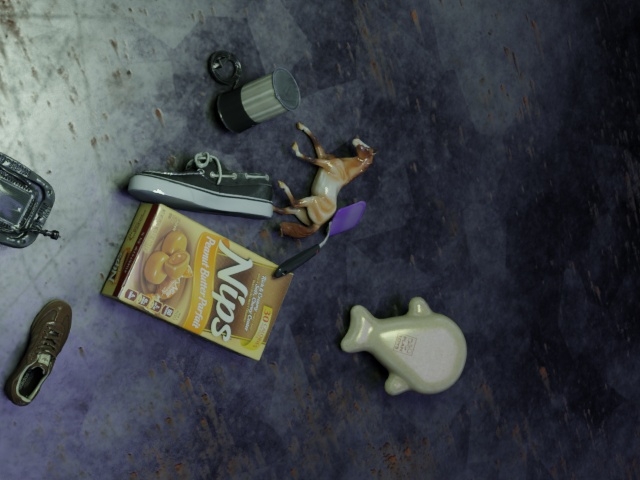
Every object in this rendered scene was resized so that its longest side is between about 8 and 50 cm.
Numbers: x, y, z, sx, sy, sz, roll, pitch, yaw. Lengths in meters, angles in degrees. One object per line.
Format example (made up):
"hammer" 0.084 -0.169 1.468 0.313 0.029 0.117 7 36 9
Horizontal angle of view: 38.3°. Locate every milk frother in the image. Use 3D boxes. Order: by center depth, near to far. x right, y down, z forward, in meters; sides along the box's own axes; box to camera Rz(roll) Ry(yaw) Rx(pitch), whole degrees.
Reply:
"milk frother" -0.125 -0.292 1.701 0.143 0.134 0.129 54 35 -28

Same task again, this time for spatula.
"spatula" 0.000 0.000 1.814 0.296 0.030 0.084 -40 161 -46

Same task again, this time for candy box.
"candy box" -0.219 0.079 1.697 0.316 0.087 0.183 29 77 -33

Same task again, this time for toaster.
"toaster" -0.521 -0.070 1.442 0.227 0.146 0.129 30 78 -32

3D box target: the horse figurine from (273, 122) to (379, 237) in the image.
"horse figurine" -0.009 -0.108 1.841 0.174 0.066 0.263 30 76 -27

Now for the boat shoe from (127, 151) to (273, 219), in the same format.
"boat shoe" -0.208 -0.107 1.677 0.306 0.113 0.105 8 83 -37

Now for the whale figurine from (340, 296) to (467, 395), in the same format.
"whale figurine" 0.173 0.224 1.974 0.272 0.141 0.216 17 84 -10

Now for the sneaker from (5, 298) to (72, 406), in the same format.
"sneaker" -0.462 0.192 1.551 0.066 0.071 0.188 29 78 -32
